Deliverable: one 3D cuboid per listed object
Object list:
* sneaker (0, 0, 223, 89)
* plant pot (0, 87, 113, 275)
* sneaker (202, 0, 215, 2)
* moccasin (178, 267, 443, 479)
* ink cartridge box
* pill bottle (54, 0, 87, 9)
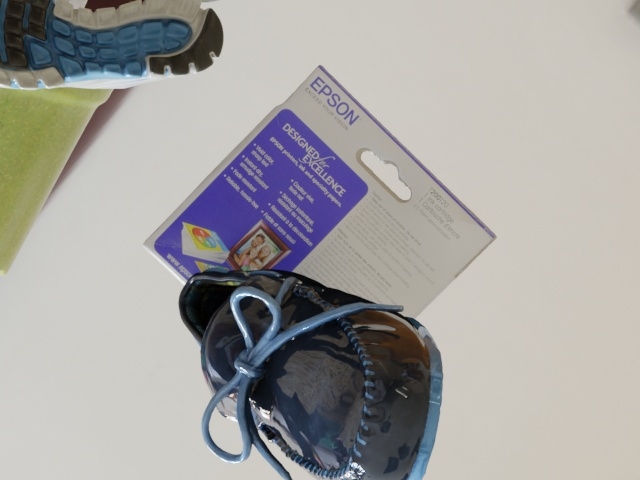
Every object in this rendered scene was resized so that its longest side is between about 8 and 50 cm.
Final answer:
[{"bbox_3d":[-0.167,-0.129,0.839,0.083,0.191,0.071,162,-71,-73],"label":"sneaker"},{"bbox_3d":[-0.348,-0.109,1.189,0.276,0.276,0.254,-19,131,-78],"label":"plant pot"},{"bbox_3d":[-0.211,-0.410,1.153,0.158,0.410,0.182,-21,-144,47],"label":"sneaker"},{"bbox_3d":[-0.027,0.088,0.795,0.342,0.117,0.137,-171,-82,-73],"label":"moccasin"},{"bbox_3d":[0.000,0.000,1.008,0.208,0.206,0.045,-45,-174,4],"label":"ink cartridge box"},{"bbox_3d":[-0.218,-0.198,0.917,0.094,0.094,0.169,-49,-164,1],"label":"pill bottle"}]
